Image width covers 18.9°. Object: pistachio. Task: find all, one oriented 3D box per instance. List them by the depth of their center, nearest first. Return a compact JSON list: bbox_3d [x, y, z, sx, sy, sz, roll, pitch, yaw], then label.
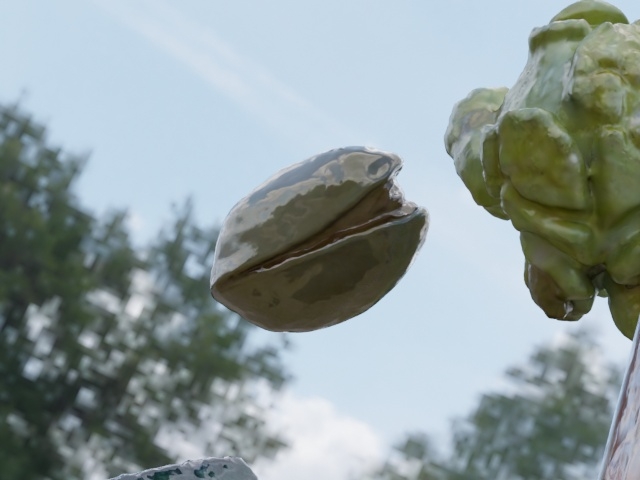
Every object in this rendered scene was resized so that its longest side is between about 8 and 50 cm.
[{"bbox_3d":[0.000,0.000,1.373,0.124,0.124,0.185,32,-44,-24],"label":"pistachio"}]

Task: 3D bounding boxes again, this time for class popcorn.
[{"bbox_3d":[0.136,-0.039,0.904,0.162,0.135,0.141,49,-22,35],"label":"popcorn"}]

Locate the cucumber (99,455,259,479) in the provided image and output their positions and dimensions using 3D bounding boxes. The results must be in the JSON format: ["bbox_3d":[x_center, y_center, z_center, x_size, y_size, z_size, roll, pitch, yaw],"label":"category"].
[{"bbox_3d":[-0.087,0.159,0.873,0.115,0.116,0.062,2,43,-53],"label":"cucumber"}]

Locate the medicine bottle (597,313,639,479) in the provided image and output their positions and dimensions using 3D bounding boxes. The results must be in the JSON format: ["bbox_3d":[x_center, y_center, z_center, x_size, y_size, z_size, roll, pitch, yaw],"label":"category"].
[{"bbox_3d":[0.174,0.044,0.470,0.202,0.316,0.202,15,-26,7],"label":"medicine bottle"}]
